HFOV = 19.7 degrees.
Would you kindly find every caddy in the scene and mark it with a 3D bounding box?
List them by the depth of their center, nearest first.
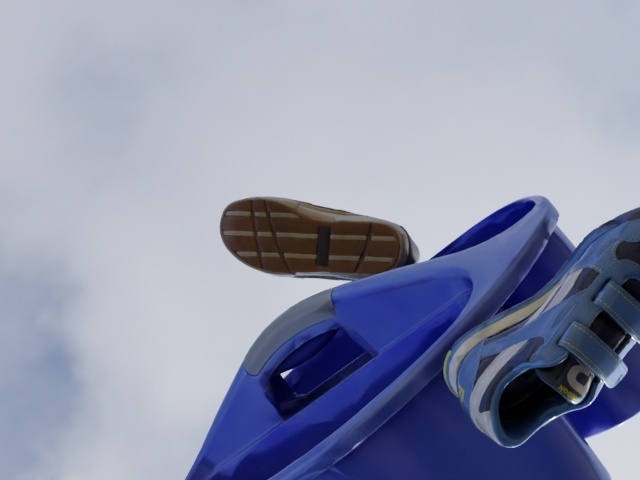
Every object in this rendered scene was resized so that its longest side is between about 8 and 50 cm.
[{"bbox_3d":[0.038,0.108,1.088,0.179,0.341,0.241,46,-138,-5],"label":"caddy"}]

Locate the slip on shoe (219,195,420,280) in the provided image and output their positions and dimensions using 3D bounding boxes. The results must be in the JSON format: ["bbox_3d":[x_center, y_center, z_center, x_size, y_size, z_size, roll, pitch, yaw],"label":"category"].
[{"bbox_3d":[0.000,0.000,1.182,0.041,0.135,0.051,8,-94,-63],"label":"slip on shoe"}]

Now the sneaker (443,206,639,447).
[{"bbox_3d":[0.123,0.042,0.840,0.144,0.059,0.053,-42,-62,16],"label":"sneaker"}]
